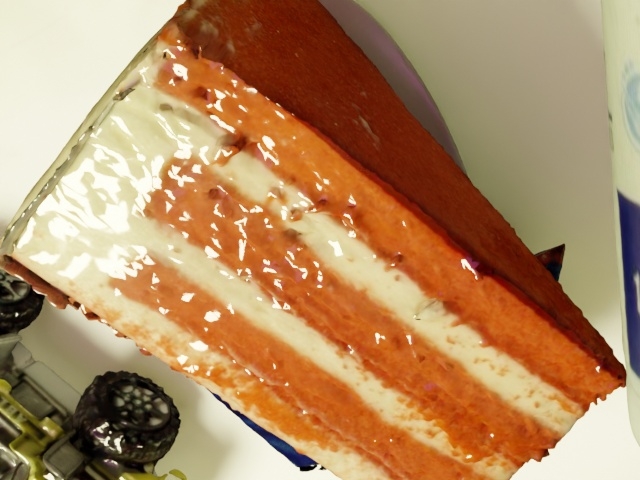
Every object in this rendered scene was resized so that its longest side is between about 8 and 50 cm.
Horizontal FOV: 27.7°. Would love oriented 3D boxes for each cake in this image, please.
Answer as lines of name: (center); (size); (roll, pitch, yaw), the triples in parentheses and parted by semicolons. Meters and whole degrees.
cake: (0.000, 0.000, 0.632); (0.262, 0.159, 0.158); (37, 117, -17)

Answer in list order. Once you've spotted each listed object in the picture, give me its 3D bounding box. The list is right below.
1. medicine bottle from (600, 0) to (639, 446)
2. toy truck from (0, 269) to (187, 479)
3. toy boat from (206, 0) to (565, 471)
medicine bottle: (0.202, -0.078, 0.486); (0.190, 0.190, 0.332); (1, 110, 25)
toy truck: (-0.202, 0.100, 0.797); (0.286, 0.111, 0.136); (39, 123, 10)
toy boat: (0.022, -0.027, 0.679); (0.219, 0.072, 0.318); (8, 103, 25)
